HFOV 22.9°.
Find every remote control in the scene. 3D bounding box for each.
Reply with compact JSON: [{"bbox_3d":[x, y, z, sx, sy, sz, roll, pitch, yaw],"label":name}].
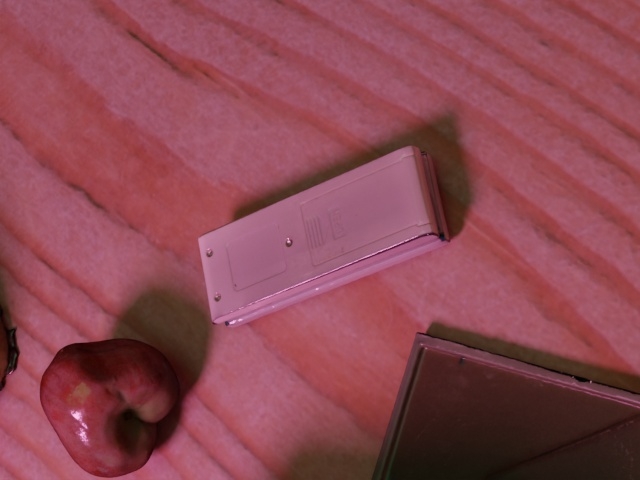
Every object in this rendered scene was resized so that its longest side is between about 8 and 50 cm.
[{"bbox_3d":[0.000,0.000,1.666,0.277,0.055,0.103,-23,65,26],"label":"remote control"}]

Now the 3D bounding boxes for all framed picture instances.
[{"bbox_3d":[0.197,0.241,1.492,0.335,0.022,0.247,13,83,34],"label":"framed picture"}]

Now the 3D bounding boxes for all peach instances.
[{"bbox_3d":[-0.232,0.173,1.723,0.152,0.152,0.152,-9,71,30],"label":"peach"}]

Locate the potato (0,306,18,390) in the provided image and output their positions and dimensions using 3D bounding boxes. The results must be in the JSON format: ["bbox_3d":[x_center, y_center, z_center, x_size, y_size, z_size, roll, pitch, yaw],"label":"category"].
[{"bbox_3d":[-0.536,0.148,1.845,0.288,0.237,0.301,27,91,35],"label":"potato"}]
